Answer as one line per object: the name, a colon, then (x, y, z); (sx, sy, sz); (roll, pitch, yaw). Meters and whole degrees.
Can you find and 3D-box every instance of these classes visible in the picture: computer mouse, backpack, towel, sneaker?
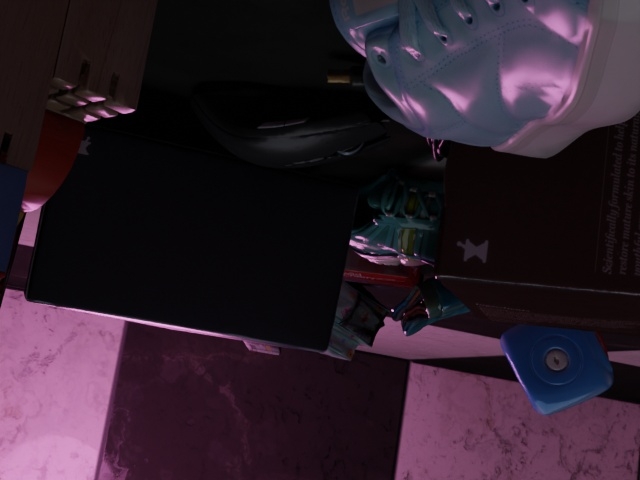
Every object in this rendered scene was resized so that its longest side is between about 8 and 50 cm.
computer mouse: (0.001, -0.100, 0.820); (0.262, 0.060, 0.184); (7, 170, 8)
backpack: (-0.002, 0.115, 1.651); (0.166, 0.144, 0.188); (14, 154, 52)
towel: (0.269, 0.037, 1.022); (0.370, 0.040, 0.271); (-13, 171, -4)
sneaker: (0.077, -0.119, 0.475); (0.150, 0.135, 0.366); (5, 168, 1)
sneaker: (0.106, -0.026, 1.028); (0.275, 0.107, 0.110); (-6, 148, 47)

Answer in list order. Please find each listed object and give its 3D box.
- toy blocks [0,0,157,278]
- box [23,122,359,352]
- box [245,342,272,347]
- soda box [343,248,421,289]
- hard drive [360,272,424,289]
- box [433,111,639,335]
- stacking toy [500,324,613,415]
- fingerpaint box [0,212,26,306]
toy blocks: (-0.224, -0.085, 0.551); (0.191, 0.261, 0.381); (19, 165, -42)
box: (-0.153, -0.001, 1.024); (0.296, 0.182, 0.294); (12, 177, -15)
box: (-0.073, 0.073, 1.435); (0.056, 0.183, 0.231); (10, 168, 0)
soda box: (0.000, 0.000, 1.241); (0.263, 0.092, 0.083); (6, 167, 16)
hard drive: (0.106, 0.063, 1.660); (0.094, 0.022, 0.135); (14, 168, -23)
box: (0.200, -0.023, 0.769); (0.167, 0.168, 0.203); (5, 169, 20)
stacking toy: (0.471, 0.206, 1.817); (0.166, 0.175, 0.302); (-30, 171, 20)
fingerpaint box: (-0.499, -0.008, 0.811); (0.445, 0.371, 0.163); (13, 145, -12)
